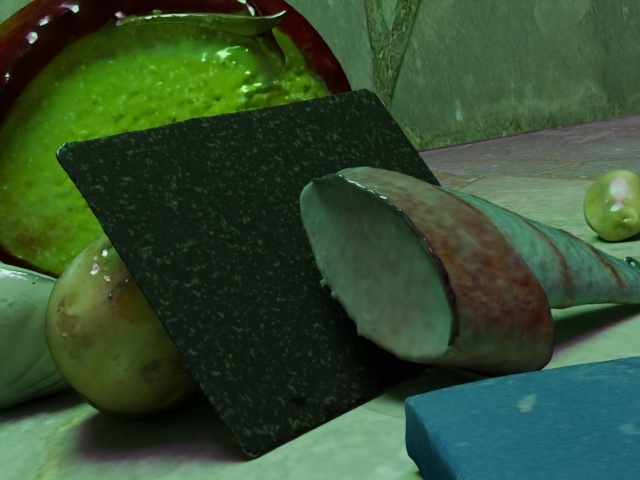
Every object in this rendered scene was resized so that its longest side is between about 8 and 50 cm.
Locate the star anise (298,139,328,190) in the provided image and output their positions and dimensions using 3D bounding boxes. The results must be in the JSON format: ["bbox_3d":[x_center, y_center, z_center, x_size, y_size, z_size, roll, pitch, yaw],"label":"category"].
[{"bbox_3d":[-0.027,0.005,0.960,0.073,0.177,0.234,30,6,19],"label":"star anise"}]

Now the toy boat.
[{"bbox_3d":[0.126,0.011,0.838,0.282,0.096,0.206,-2,33,-41],"label":"toy boat"}]

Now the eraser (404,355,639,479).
[{"bbox_3d":[0.123,0.098,0.464,0.144,0.043,0.312,-9,7,-3],"label":"eraser"}]

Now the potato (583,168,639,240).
[{"bbox_3d":[0.293,-0.032,1.225,0.062,0.068,0.083,30,27,0],"label":"potato"}]

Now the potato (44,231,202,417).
[{"bbox_3d":[-0.115,0.056,0.796,0.118,0.109,0.178,-27,-19,-3],"label":"potato"}]

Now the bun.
[{"bbox_3d":[-0.226,0.076,0.902,0.138,0.094,0.138,15,-20,5],"label":"bun"}]

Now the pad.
[{"bbox_3d":[0.000,0.000,0.824,0.330,0.220,0.004,-17,-21,-50],"label":"pad"}]

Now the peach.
[{"bbox_3d":[-0.172,-0.102,1.251,0.405,0.335,0.310,-14,11,-8],"label":"peach"}]
